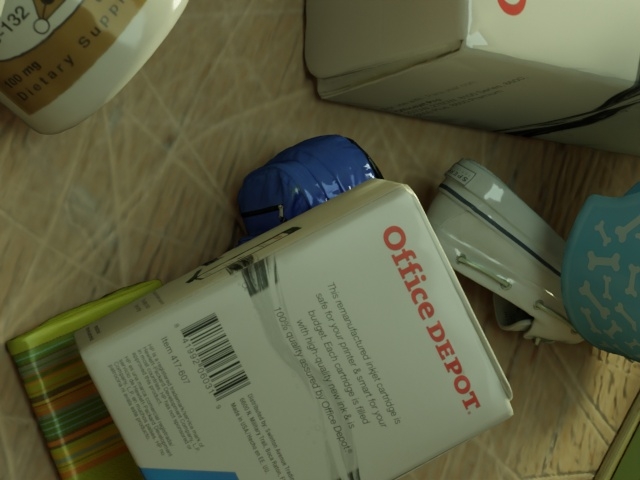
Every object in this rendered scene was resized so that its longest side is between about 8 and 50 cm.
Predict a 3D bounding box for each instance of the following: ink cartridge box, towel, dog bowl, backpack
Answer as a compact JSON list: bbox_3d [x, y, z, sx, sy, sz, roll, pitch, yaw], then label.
[{"bbox_3d":[0.198,-0.219,1.195,0.395,0.166,0.285,6,80,-34],"label":"ink cartridge box"},{"bbox_3d":[-0.101,0.149,1.021,0.102,0.021,0.237,-22,96,-30],"label":"towel"},{"bbox_3d":[0.274,-0.042,1.113,0.166,0.074,0.297,19,103,-37],"label":"dog bowl"},{"bbox_3d":[-0.016,0.074,0.977,0.203,0.086,0.148,-27,99,-8],"label":"ink cartridge box"},{"bbox_3d":[0.000,0.000,1.065,0.101,0.098,0.120,-26,98,-31],"label":"backpack"}]

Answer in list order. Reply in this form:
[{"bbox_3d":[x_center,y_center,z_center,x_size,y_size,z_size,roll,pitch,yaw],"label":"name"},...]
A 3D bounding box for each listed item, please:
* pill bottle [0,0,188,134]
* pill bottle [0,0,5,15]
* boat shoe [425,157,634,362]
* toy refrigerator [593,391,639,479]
[{"bbox_3d":[-0.192,-0.176,0.939,0.229,0.131,0.131,42,62,-22],"label":"pill bottle"},{"bbox_3d":[-0.281,-0.150,0.819,0.246,0.130,0.130,19,66,11],"label":"pill bottle"},{"bbox_3d":[0.148,0.032,1.188,0.226,0.083,0.076,38,91,-26],"label":"boat shoe"},{"bbox_3d":[0.294,0.117,1.249,0.094,0.102,0.269,45,61,-20],"label":"toy refrigerator"}]
